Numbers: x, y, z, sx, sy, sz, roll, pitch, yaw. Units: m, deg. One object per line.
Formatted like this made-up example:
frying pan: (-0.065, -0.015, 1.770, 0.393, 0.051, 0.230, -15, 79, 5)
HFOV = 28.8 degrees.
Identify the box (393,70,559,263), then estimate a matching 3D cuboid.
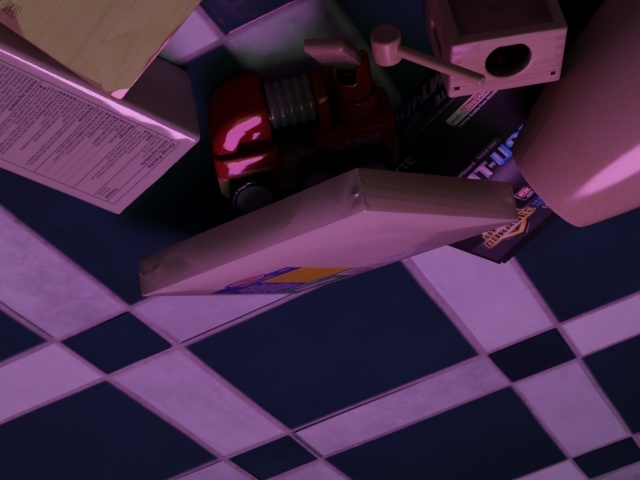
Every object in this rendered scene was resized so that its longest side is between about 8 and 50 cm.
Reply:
box: (0.220, -0.110, 1.599, 0.293, 0.073, 0.295, 18, 133, -35)

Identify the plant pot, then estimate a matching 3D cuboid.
plant pot: (0.356, -0.148, 1.399, 0.256, 0.257, 0.274, 26, 121, -40)

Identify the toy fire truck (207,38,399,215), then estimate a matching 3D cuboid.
toy fire truck: (-0.025, -0.154, 1.418, 0.217, 0.158, 0.246, -11, 132, -1)

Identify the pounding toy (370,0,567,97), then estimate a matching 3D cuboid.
pounding toy: (0.155, -0.207, 1.353, 0.206, 0.181, 0.094, -10, 144, -4)

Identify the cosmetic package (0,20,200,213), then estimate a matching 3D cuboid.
cosmetic package: (-0.301, -0.159, 1.343, 0.309, 0.113, 0.160, 24, 130, -40)

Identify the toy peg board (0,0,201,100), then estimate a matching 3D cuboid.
toy peg board: (-0.222, -0.257, 1.258, 0.160, 0.079, 0.161, 34, 108, -26)

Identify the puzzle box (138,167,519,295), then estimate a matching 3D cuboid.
puzzle box: (0.000, 0.000, 1.528, 0.272, 0.052, 0.408, 1, 165, -45)
